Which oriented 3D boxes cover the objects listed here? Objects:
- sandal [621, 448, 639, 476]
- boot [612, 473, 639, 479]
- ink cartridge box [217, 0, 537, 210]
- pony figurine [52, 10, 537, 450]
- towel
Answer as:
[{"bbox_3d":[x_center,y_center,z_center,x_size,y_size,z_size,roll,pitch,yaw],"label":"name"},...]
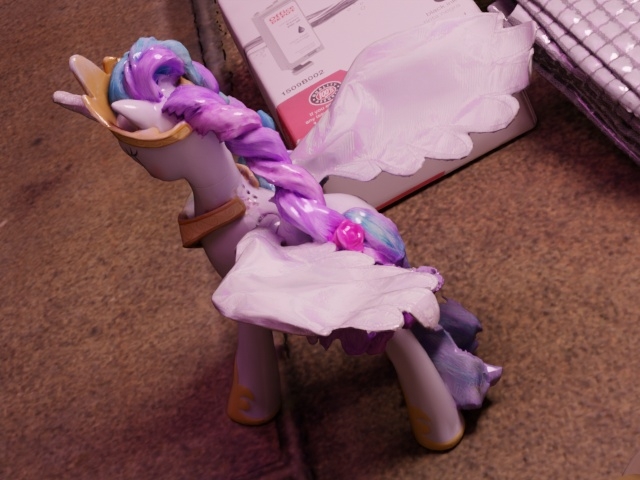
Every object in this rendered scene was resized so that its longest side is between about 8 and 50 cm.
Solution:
[{"bbox_3d":[0.276,0.132,1.378,0.180,0.049,0.072,-42,41,-16],"label":"sandal"},{"bbox_3d":[0.262,0.283,1.110,0.089,0.236,0.269,-19,27,-35],"label":"boot"},{"bbox_3d":[0.043,-0.169,1.784,0.207,0.117,0.283,-29,39,0],"label":"ink cartridge box"},{"bbox_3d":[0.000,0.000,1.435,0.351,0.363,0.303,5,49,34],"label":"pony figurine"},{"bbox_3d":[0.305,-0.188,1.617,0.235,0.121,0.283,-38,59,-9],"label":"towel"}]
